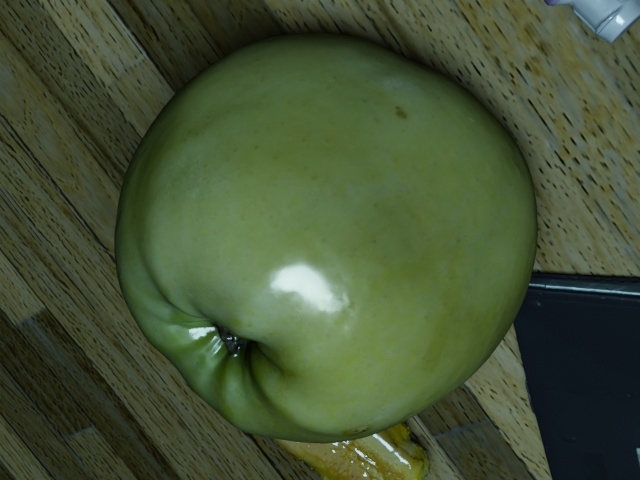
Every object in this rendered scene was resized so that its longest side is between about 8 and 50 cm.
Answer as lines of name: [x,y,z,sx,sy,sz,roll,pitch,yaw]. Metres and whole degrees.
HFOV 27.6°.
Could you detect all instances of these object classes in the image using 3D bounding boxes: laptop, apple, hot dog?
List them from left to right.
hot dog: [-0.032,0.107,1.046,0.289,0.068,0.083,41,113,9]
apple: [0.000,0.000,0.830,0.262,0.262,0.262,19,130,24]
laptop: [0.213,0.116,0.904,0.153,0.026,0.207,3,123,33]

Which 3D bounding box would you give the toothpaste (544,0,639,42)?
toothpaste: [0.069,-0.228,0.727,0.301,0.048,0.075,48,177,4]
